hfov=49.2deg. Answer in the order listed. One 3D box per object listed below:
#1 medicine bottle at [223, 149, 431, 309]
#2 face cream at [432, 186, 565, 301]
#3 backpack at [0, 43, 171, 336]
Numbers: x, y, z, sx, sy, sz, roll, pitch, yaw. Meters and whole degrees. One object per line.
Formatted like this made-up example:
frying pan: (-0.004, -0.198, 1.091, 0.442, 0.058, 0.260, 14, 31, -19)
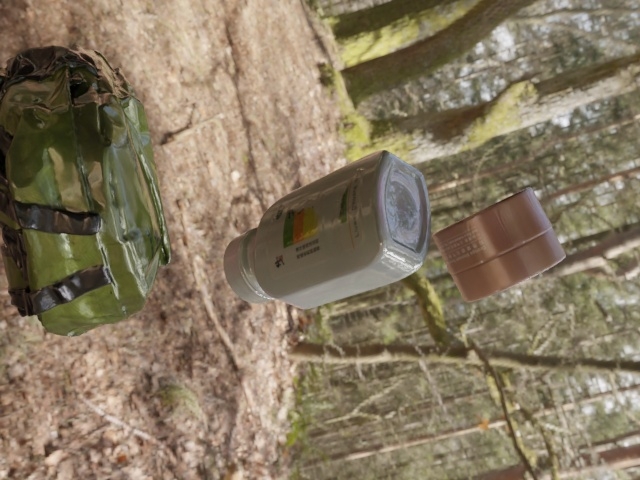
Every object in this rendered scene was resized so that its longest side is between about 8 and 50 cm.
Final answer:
medicine bottle: (0.000, 0.000, 0.923, 0.111, 0.296, 0.161, 25, 58, -36)
face cream: (0.239, 0.006, 0.943, 0.104, 0.149, 0.149, 64, 11, 4)
backpack: (-0.197, -0.040, 0.551, 0.253, 0.139, 0.207, -127, -153, -60)
